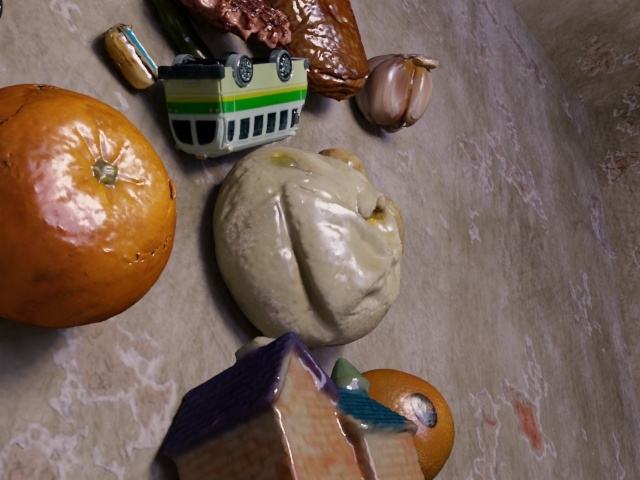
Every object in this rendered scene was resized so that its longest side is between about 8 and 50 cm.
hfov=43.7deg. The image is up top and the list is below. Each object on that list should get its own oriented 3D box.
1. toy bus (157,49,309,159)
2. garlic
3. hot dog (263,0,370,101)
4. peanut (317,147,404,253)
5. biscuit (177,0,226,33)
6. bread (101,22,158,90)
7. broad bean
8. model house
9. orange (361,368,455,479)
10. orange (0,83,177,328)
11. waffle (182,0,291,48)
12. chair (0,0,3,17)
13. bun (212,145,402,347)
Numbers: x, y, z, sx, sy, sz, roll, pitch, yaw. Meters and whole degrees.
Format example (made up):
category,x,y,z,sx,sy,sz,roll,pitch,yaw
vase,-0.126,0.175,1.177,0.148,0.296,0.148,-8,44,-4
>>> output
category,x,y,z,sx,sy,sz,roll,pitch,yaw
toy bus,-0.134,-0.234,1.340,0.276,0.133,0.165,-25,117,-58
garlic,0.150,-0.354,1.839,0.160,0.191,0.214,15,12,-34
hot dog,-0.027,-0.467,1.631,0.388,0.174,0.267,71,22,-11
peanut,0.080,-0.063,1.556,0.274,0.125,0.111,53,52,-16
biscuit,-0.210,-0.492,1.533,0.203,0.041,0.260,54,32,-9
bread,-0.297,-0.286,1.247,0.106,0.053,0.072,54,10,-19
broad bean,-0.245,-0.372,1.386,0.254,0.046,0.065,59,19,-4
model house,-0.031,0.277,1.064,0.312,0.245,0.280,15,48,-51
orange,0.113,0.303,1.279,0.206,0.206,0.206,34,42,-38
orange,-0.301,-0.034,0.894,0.284,0.226,0.284,33,40,-33
waffle,-0.155,-0.407,1.393,0.234,0.055,0.221,27,24,-13
chair,-0.449,-0.410,1.039,0.174,0.149,0.213,11,55,-50
bun,0.000,0.000,1.310,0.365,0.219,0.365,34,40,-34
